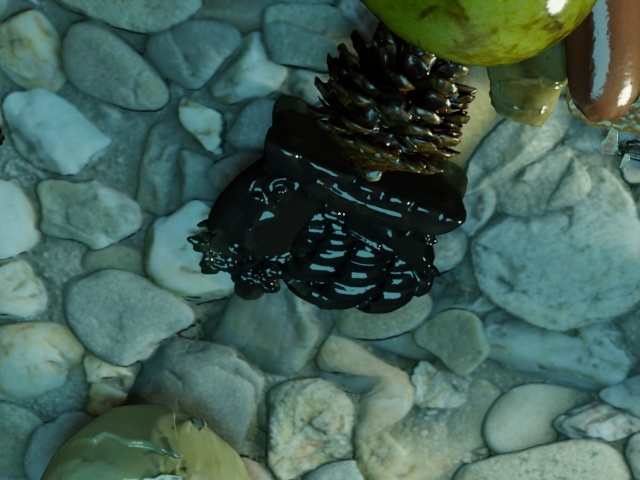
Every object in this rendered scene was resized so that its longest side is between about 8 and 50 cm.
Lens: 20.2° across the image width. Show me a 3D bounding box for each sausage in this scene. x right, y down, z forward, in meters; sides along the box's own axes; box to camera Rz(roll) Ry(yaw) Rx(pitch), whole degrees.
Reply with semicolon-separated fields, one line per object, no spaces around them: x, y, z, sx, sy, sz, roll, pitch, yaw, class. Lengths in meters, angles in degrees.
0.262;-0.205;1.664;0.077;0.077;0.194;-2;110;7;sausage

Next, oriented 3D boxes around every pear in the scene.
0.128;-0.290;1.529;0.283;0.283;0.283;3;125;4;pear

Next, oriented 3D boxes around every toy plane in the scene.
0.334;-0.078;1.792;0.120;0.031;0.049;14;120;-7;toy plane

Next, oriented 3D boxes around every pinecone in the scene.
0.074;-0.139;1.702;0.173;0.173;0.173;3;125;4;pinecone

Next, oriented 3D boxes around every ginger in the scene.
0.185;-0.184;1.709;0.095;0.069;0.190;-9;127;35;ginger

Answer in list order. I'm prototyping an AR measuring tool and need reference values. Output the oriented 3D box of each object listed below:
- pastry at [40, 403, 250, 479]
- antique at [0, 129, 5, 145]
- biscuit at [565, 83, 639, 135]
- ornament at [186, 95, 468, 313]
-0.200;0.305;2.049;0.265;0.133;0.265;2;126;3;pastry
-0.475;-0.130;1.793;0.310;0.093;0.087;28;123;-15;antique
0.360;-0.159;1.727;0.250;0.035;0.162;-8;123;15;biscuit
0.000;0.000;1.846;0.251;0.106;0.260;21;129;-7;ornament
